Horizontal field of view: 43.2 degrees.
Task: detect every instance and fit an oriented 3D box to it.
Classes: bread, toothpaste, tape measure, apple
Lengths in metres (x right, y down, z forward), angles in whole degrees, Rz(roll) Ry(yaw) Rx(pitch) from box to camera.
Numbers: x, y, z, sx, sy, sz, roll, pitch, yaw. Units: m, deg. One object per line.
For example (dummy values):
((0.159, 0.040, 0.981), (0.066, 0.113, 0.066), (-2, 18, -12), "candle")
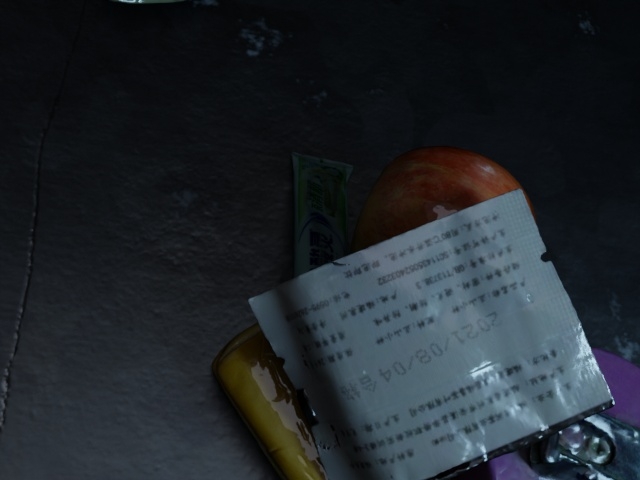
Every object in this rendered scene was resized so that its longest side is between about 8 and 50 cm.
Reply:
((-0.013, 0.158, 0.767), (0.116, 0.077, 0.200), (-31, 72, -17), "bread")
((0.000, 0.000, 0.832), (0.075, 0.048, 0.296), (11, 41, -8), "toothpaste")
((0.245, 0.219, 0.743), (0.245, 0.149, 0.231), (17, 62, -2), "tape measure")
((0.122, 0.012, 0.797), (0.164, 0.209, 0.209), (23, 58, 19), "apple")

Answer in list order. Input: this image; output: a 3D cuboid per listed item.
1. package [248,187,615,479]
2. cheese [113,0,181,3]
((0.089, 0.094, 0.672), (0.251, 0.062, 0.203), (-23, 89, 9), "package")
((-0.212, -0.383, 1.002), (0.175, 0.091, 0.202), (-12, 64, -18), "cheese")
